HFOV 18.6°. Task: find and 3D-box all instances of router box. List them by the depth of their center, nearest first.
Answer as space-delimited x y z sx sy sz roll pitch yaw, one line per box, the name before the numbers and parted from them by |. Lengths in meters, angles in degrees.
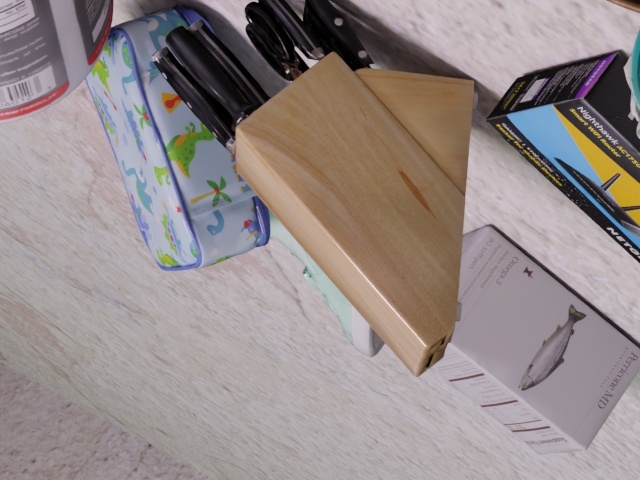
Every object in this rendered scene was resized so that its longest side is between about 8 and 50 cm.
router box | 0.212 -0.045 1.297 0.179 0.046 0.133 41 163 -15

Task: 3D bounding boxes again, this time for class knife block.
knife block | -0.013 -0.053 1.413 0.242 0.276 0.088 5 162 0

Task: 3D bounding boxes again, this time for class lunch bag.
lunch bag | -0.125 -0.086 1.663 0.176 0.090 0.219 -9 101 69

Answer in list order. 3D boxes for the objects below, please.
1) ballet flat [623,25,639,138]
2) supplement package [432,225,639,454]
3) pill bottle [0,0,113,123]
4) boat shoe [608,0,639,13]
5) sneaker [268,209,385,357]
ballet flat | 0.337 -0.047 0.941 0.409 0.147 0.147 27 162 39
supplement package | 0.166 0.087 1.660 0.179 0.105 0.105 38 164 -8
pill bottle | -0.268 -0.243 1.440 0.210 0.210 0.363 34 163 10
boat shoe | 0.253 -0.119 0.871 0.324 0.116 0.123 20 157 45
sneaker | 0.000 -0.001 1.772 0.151 0.094 0.256 22 150 25
